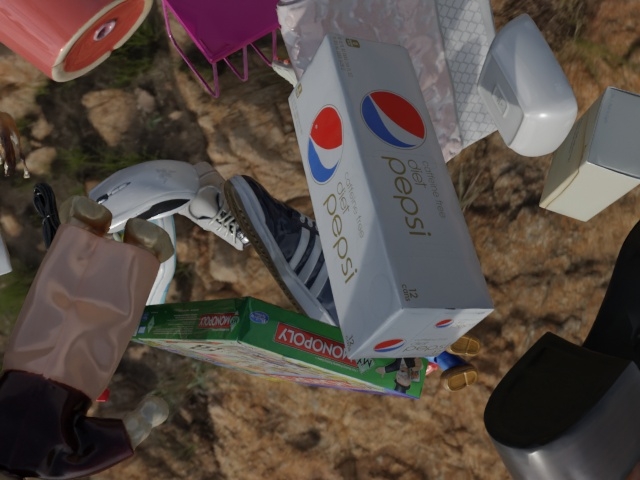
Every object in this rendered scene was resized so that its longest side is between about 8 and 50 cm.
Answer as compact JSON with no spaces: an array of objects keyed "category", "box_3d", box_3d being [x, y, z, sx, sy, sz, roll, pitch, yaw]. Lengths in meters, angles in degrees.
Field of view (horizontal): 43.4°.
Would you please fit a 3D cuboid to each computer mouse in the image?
[{"category":"computer mouse","box_3d":[-0.231,-0.048,0.905,0.193,0.042,0.106,-21,61,3]}]

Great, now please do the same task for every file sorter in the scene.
[{"category":"file sorter","box_3d":[-0.143,-0.448,1.582,0.291,0.182,0.202,-33,76,-14]}]

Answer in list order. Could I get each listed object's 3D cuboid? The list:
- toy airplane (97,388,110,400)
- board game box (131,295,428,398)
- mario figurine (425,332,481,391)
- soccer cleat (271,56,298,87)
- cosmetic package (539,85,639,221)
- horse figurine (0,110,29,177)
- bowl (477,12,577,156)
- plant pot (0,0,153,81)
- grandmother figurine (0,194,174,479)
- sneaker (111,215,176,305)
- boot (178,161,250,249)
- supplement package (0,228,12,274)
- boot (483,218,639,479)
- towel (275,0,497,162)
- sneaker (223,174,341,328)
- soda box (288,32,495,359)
[{"category":"toy airplane","box_3d":[-0.325,0.232,1.040,0.151,0.028,0.151,-2,70,4]},{"category":"board game box","box_3d":[-0.063,0.118,0.890,0.214,0.046,0.317,23,163,-27]},{"category":"mario figurine","box_3d":[0.227,0.230,1.814,0.170,0.320,0.198,37,88,-18]},{"category":"soccer cleat","box_3d":[-0.022,-0.298,1.532,0.196,0.068,0.076,28,123,34]},{"category":"cosmetic package","box_3d":[0.536,-0.157,1.562,0.113,0.309,0.160,18,77,4]},{"category":"horse figurine","box_3d":[-0.721,-0.238,1.809,0.263,0.066,0.174,38,142,46]},{"category":"bowl","box_3d":[0.229,-0.170,0.925,0.053,0.142,0.142,-22,74,-7]},{"category":"plant pot","box_3d":[-0.389,-0.380,1.144,0.243,0.275,0.275,47,117,-4]},{"category":"grandmother figurine","box_3d":[-0.241,0.134,0.723,0.208,0.342,0.104,18,155,6]},{"category":"sneaker","box_3d":[-0.370,0.053,1.383,0.127,0.208,0.319,55,138,43]},{"category":"boot","box_3d":[-0.155,-0.049,1.303,0.123,0.258,0.095,40,95,8]},{"category":"supplement package","box_3d":[-0.738,-0.016,1.581,0.199,0.263,0.198,-19,102,-20]},{"category":"boot","box_3d":[0.253,0.118,0.458,0.280,0.264,0.096,52,163,-24]},{"category":"towel","box_3d":[0.116,-0.228,1.088,0.053,0.317,0.331,35,151,49]},{"category":"sneaker","box_3d":[0.000,0.000,1.038,0.153,0.099,0.282,-35,119,-6]},{"category":"soda box","box_3d":[0.040,-0.033,0.539,0.074,0.069,0.216,-52,43,49]}]
